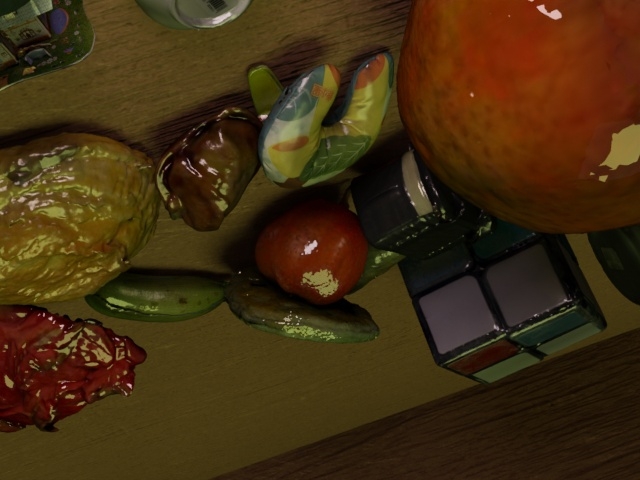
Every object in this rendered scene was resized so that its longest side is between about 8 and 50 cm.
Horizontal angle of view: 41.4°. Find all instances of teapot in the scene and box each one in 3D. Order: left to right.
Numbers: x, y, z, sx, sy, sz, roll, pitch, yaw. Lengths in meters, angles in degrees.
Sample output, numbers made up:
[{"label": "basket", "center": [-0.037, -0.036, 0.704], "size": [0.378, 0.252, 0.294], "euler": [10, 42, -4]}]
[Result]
[{"label": "teapot", "center": [0.809, -0.042, 1.920], "size": [0.362, 0.305, 0.376], "euler": [-26, -177, -4]}]

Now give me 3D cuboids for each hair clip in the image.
[{"label": "hair clip", "center": [-0.065, -0.191, 1.227], "size": [0.060, 0.033, 0.188], "euler": [-22, 155, 2]}]

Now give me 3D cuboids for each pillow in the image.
[{"label": "pillow", "center": [0.007, -0.171, 1.219], "size": [0.233, 0.086, 0.214], "euler": [-17, 141, -42]}]

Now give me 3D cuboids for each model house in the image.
[{"label": "model house", "center": [-0.331, -0.227, 0.873], "size": [0.167, 0.117, 0.088], "euler": [-20, 151, 5]}]

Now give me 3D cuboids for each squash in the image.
[{"label": "squash", "center": [-0.287, 0.109, 1.588], "size": [0.341, 0.094, 0.094], "euler": [4, 145, -43]}]

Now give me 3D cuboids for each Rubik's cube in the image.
[{"label": "Rubik's cube", "center": [0.373, 0.088, 1.774], "size": [0.313, 0.318, 0.316], "euler": [-28, 153, 18]}]

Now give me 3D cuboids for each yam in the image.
[{"label": "yam", "center": [0.099, 0.022, 1.684], "size": [0.194, 0.107, 0.107], "euler": [-36, 151, 27]}]

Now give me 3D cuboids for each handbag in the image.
[{"label": "handbag", "center": [0.189, -0.072, 1.486], "size": [0.181, 0.181, 0.254], "euler": [-27, 156, 28]}]

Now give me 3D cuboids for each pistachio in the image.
[{"label": "pistachio", "center": [-0.155, -0.104, 1.226], "size": [0.165, 0.130, 0.210], "euler": [2, 129, -48]}]

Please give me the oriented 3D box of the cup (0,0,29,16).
[{"label": "cup", "center": [-0.313, -0.271, 0.754], "size": [0.199, 0.199, 0.150], "euler": [-18, 173, -5]}]

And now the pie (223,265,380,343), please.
[{"label": "pie", "center": [-0.032, 0.125, 1.598], "size": [0.323, 0.323, 0.070], "euler": [6, 103, -43]}]

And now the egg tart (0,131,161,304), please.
[{"label": "egg tart", "center": [-0.380, -0.015, 1.212], "size": [0.340, 0.153, 0.351], "euler": [-28, 154, 8]}]

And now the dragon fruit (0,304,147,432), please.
[{"label": "dragon fruit", "center": [-0.473, 0.206, 1.329], "size": [0.329, 0.227, 0.286], "euler": [14, 167, 27]}]

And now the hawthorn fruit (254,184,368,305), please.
[{"label": "hawthorn fruit", "center": [0.000, 0.000, 1.514], "size": [0.197, 0.197, 0.225], "euler": [22, 102, -55]}]

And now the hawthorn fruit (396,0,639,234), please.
[{"label": "hawthorn fruit", "center": [0.293, -0.230, 0.995], "size": [0.472, 0.471, 0.471], "euler": [-17, 154, -8]}]

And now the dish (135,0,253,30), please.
[{"label": "dish", "center": [-0.128, -0.291, 0.948], "size": [0.191, 0.066, 0.190], "euler": [-16, 154, -8]}]
